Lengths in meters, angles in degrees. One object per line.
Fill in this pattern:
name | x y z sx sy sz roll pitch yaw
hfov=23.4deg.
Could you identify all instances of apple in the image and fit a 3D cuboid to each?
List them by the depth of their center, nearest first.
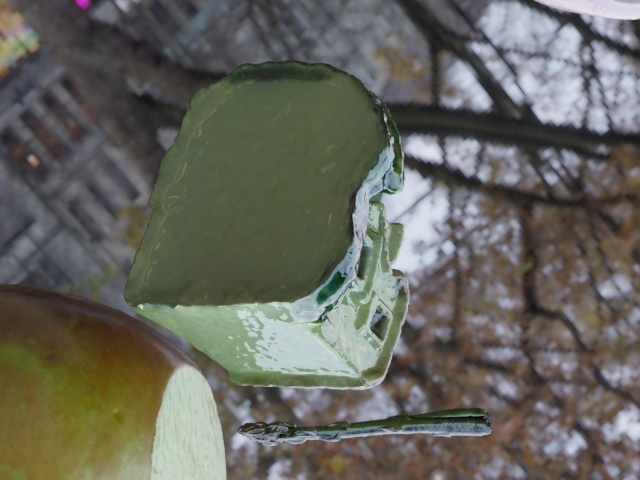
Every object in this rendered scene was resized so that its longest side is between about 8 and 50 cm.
apple | -0.249 0.230 1.279 0.374 0.384 0.374 -29 -137 32

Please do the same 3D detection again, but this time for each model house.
model house | 0.000 0.000 1.136 0.195 0.189 0.214 -4 -124 30

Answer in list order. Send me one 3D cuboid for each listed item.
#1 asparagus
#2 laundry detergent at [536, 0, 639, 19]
asparagus | 0.037 0.150 1.235 0.022 0.232 0.023 58 -42 45
laundry detergent | 0.321 -0.307 1.647 0.335 0.159 0.088 1 164 -43
